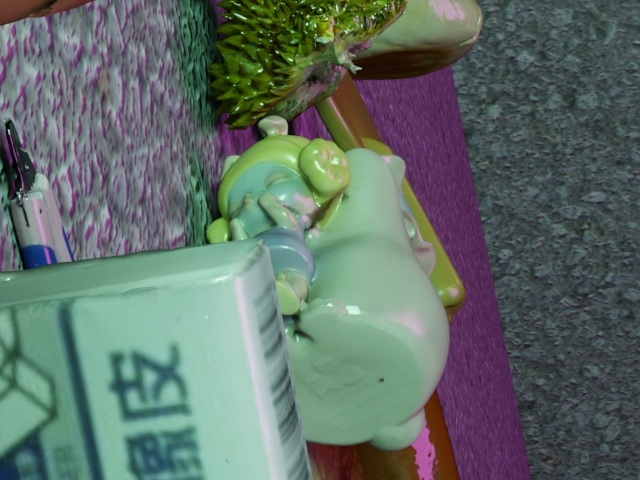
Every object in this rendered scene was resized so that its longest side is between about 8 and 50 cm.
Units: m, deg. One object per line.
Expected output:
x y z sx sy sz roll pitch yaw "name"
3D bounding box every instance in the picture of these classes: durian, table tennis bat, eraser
-0.016 -0.130 1.114 0.102 0.146 0.208 45 4 -9 "durian"
0.023 -0.079 1.326 0.321 0.050 0.198 66 7 22 "table tennis bat"
-0.060 0.113 0.603 0.068 0.124 0.210 -56 137 -78 "eraser"

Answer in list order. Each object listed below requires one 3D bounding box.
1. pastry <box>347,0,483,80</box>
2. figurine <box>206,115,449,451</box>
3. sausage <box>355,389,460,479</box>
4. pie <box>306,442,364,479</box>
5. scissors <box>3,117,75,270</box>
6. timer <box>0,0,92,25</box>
0.054 -0.184 1.522 0.156 0.156 0.092 17 71 -80 "pastry"
0.000 0.000 1.099 0.155 0.127 0.235 34 30 -27 "figurine"
0.053 0.168 1.346 0.097 0.094 0.349 -33 113 -76 "sausage"
-0.003 0.155 1.167 0.195 0.046 0.195 -8 90 -79 "pie"
-0.111 0.004 0.746 0.039 0.012 0.113 -81 160 -64 "scissors"
-0.093 -0.153 0.334 0.230 0.229 0.215 -82 164 -61 "timer"
